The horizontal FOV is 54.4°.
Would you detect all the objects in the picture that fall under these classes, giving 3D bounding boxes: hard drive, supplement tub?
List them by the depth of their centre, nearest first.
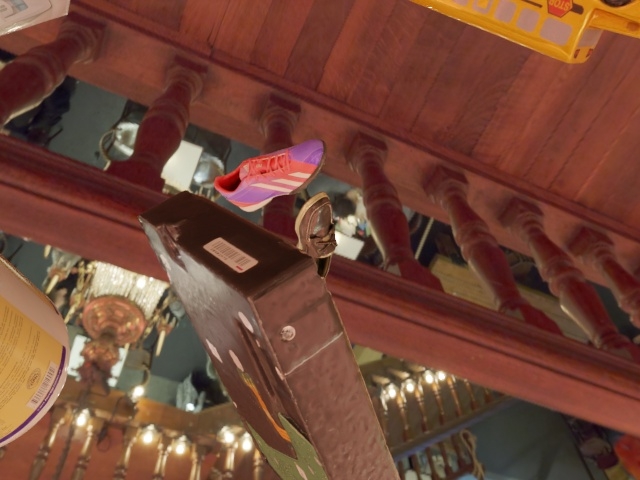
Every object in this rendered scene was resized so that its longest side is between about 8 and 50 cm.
[{"bbox_3d":[-0.034,0.131,0.565,0.064,0.237,0.339,-31,119,-22],"label":"hard drive"},{"bbox_3d":[-0.450,0.099,0.693,0.241,0.241,0.331,-3,153,-2],"label":"supplement tub"}]

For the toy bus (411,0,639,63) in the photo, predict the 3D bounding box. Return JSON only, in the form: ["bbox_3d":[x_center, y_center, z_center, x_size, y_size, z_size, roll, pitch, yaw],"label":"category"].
[{"bbox_3d":[0.285,-0.336,0.839,0.333,0.108,0.130,33,121,25],"label":"toy bus"}]

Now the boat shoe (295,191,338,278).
[{"bbox_3d":[-0.001,0.001,1.167,0.080,0.073,0.223,-30,153,-27],"label":"boat shoe"}]

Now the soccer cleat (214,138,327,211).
[{"bbox_3d":[-0.119,-0.160,1.466,0.116,0.108,0.318,27,145,-37],"label":"soccer cleat"}]

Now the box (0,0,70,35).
[{"bbox_3d":[-0.426,-0.323,0.726,0.231,0.262,0.126,-29,104,-22],"label":"box"}]
